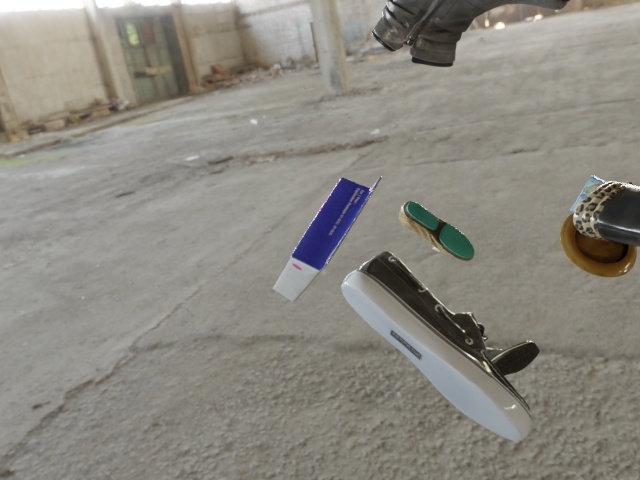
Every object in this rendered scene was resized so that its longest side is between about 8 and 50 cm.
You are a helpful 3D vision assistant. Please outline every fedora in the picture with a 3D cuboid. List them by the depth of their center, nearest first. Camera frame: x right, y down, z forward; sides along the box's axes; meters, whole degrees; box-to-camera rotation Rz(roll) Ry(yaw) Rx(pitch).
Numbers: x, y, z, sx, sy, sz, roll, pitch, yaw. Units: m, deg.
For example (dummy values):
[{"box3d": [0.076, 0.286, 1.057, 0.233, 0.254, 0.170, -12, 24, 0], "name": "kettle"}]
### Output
[{"box3d": [0.659, 0.016, 1.464, 0.194, 0.194, 0.079, -16, -21, -15], "name": "fedora"}]

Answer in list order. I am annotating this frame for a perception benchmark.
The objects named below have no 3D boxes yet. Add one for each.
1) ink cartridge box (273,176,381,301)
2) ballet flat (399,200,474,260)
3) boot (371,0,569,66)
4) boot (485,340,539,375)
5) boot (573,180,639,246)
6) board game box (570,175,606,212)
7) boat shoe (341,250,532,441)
[{"box3d": [0.000, 0.000, 1.119, 0.176, 0.069, 0.371, -58, 3, -18], "name": "ink cartridge box"}, {"box3d": [0.272, -0.017, 1.442, 0.073, 0.206, 0.067, -51, 1, -29], "name": "ballet flat"}, {"box3d": [0.284, -0.437, 1.167, 0.338, 0.223, 0.118, 21, 35, 10], "name": "boot"}, {"box3d": [0.439, 0.280, 1.543, 0.198, 0.077, 0.137, -29, 30, 9], "name": "boot"}, {"box3d": [0.735, -0.057, 1.216, 0.377, 0.138, 0.284, -20, 21, -23], "name": "boot"}, {"box3d": [0.731, -0.082, 1.536, 0.154, 0.103, 0.026, 39, 28, 31], "name": "board game box"}, {"box3d": [0.125, 0.096, 0.607, 0.228, 0.080, 0.076, 40, 67, 18], "name": "boat shoe"}]
